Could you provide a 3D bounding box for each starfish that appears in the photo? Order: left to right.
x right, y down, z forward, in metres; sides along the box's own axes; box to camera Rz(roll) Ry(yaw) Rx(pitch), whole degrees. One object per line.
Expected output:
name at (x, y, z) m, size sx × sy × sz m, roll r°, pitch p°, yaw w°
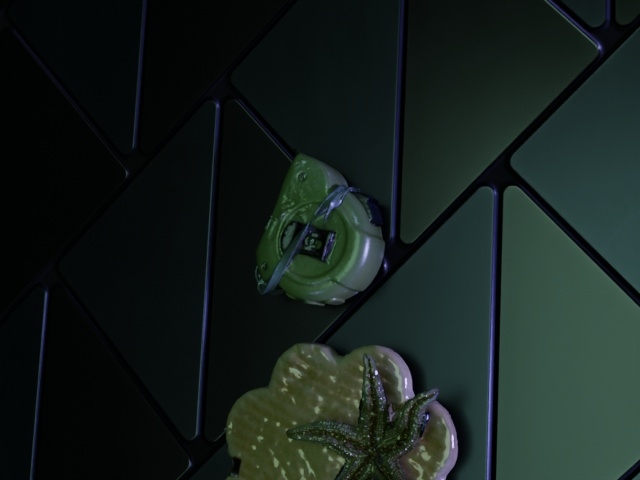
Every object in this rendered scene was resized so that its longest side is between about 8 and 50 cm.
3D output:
starfish at (0.039, 0.231, 1.197) m, size 0.175 × 0.053 × 0.208 m, roll 15°, pitch 85°, yaw 24°

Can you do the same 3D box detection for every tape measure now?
tape measure at (0.000, 0.000, 1.287) m, size 0.154 × 0.087 × 0.178 m, roll 25°, pitch 94°, yaw 23°

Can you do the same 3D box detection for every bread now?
bread at (0.018, 0.267, 1.257) m, size 0.316 × 0.054 × 0.316 m, roll -4°, pitch 79°, yaw 23°
